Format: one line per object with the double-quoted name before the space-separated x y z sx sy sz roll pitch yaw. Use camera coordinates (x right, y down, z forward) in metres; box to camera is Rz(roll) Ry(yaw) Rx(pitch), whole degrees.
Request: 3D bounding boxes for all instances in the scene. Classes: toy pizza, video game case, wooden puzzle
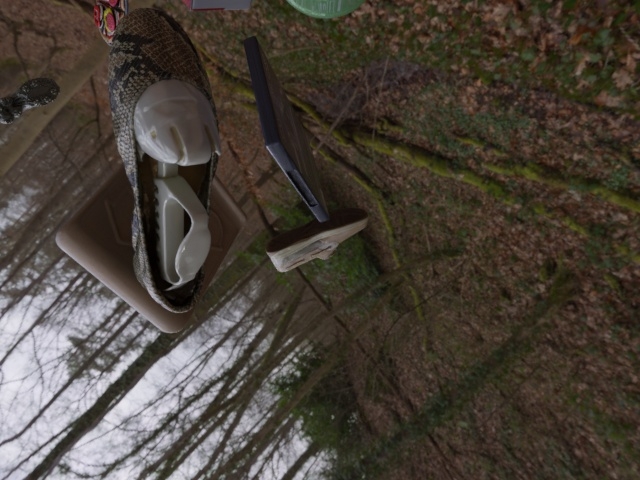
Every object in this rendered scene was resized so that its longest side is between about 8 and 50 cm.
"toy pizza" -0.568 -0.629 1.109 0.032 0.201 0.201 -12 -141 -45
"video game case" -0.048 -0.167 0.697 0.274 0.026 0.196 49 -156 -65
"wooden puzzle" -0.339 -0.027 0.906 0.080 0.348 0.322 -2 137 34

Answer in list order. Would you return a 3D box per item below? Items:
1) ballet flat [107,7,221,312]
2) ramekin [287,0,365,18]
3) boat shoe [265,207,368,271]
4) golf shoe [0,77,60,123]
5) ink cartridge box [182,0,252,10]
"ballet flat" -0.226 -0.091 0.663 0.164 0.483 0.182 -11 -147 -33
"ramekin" 0.015 -0.731 1.029 0.303 0.303 0.148 40 -167 -12
"boat shoe" 0.000 0.000 1.173 0.109 0.302 0.098 -108 -6 -60
"golf shoe" -0.770 -0.369 1.076 0.086 0.176 0.069 18 141 39
"ink cartridge box" -0.220 -0.501 0.755 0.175 0.127 0.072 50 142 17
